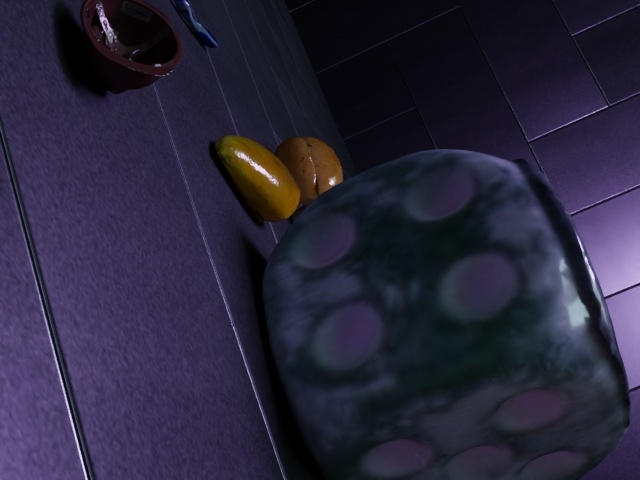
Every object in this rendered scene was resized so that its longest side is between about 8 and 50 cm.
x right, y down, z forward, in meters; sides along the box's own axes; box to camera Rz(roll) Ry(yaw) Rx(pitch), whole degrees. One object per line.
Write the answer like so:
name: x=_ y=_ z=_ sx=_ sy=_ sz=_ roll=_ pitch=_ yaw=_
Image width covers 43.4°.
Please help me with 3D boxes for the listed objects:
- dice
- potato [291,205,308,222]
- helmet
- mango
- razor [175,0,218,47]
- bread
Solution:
dice: x=0.148 y=0.115 z=0.950 sx=0.330 sy=0.348 sz=0.328 roll=56 pitch=14 yaw=-45
potato: x=0.001 y=0.002 z=1.333 sx=0.086 sy=0.061 sz=0.122 roll=-102 pitch=167 yaw=-58
helmet: x=-0.171 y=-0.158 z=0.688 sx=0.089 sy=0.057 sz=0.111 roll=20 pitch=40 yaw=-27
mango: x=-0.081 y=-0.084 z=1.054 sx=0.187 sy=0.066 sz=0.101 roll=41 pitch=24 yaw=-52
razor: x=-0.188 y=-0.328 z=1.173 sx=0.154 sy=0.044 sz=0.028 roll=59 pitch=40 yaw=-56
bread: x=-0.024 y=-0.126 z=1.348 sx=0.189 sy=0.114 sz=0.077 roll=-111 pitch=-172 yaw=-53
